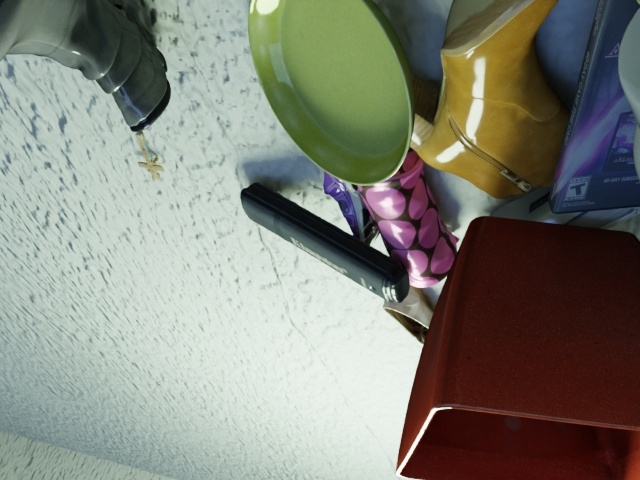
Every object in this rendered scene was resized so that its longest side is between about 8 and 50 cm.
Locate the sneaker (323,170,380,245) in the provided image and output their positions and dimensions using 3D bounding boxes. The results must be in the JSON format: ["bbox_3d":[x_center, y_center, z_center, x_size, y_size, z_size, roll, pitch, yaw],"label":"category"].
[{"bbox_3d":[0.042,-0.062,0.914,0.071,0.068,0.169,15,140,36],"label":"sneaker"}]

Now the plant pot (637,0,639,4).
[{"bbox_3d":[0.325,-0.276,0.235,0.367,0.366,0.352,6,132,21],"label":"plant pot"}]

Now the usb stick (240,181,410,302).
[{"bbox_3d":[0.000,0.000,0.937,0.278,0.045,0.077,30,153,29],"label":"usb stick"}]

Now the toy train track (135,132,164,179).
[{"bbox_3d":[-0.251,-0.125,1.011,0.048,0.014,0.083,14,140,24],"label":"toy train track"}]

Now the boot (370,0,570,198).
[{"bbox_3d":[0.200,-0.148,0.675,0.211,0.104,0.295,26,151,-17],"label":"boot"}]

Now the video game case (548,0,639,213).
[{"bbox_3d":[0.323,-0.133,0.604,0.196,0.026,0.274,-5,139,1],"label":"video game case"}]

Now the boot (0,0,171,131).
[{"bbox_3d":[-0.233,-0.190,0.670,0.118,0.338,0.222,-29,125,16],"label":"boot"}]

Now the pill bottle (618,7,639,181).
[{"bbox_3d":[0.373,-0.043,0.537,0.204,0.204,0.361,-10,143,37],"label":"pill bottle"}]

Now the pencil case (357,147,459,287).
[{"bbox_3d":[0.113,-0.038,0.871,0.095,0.098,0.209,53,174,46],"label":"pencil case"}]

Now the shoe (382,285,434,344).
[{"bbox_3d":[0.166,0.141,1.114,0.077,0.058,0.219,-12,134,39],"label":"shoe"}]

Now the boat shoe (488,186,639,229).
[{"bbox_3d":[0.273,-0.012,0.814,0.084,0.095,0.258,35,145,-13],"label":"boat shoe"}]

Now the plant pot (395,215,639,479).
[{"bbox_3d":[0.235,0.123,0.746,0.267,0.235,0.267,6,149,1],"label":"plant pot"}]

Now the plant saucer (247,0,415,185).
[{"bbox_3d":[0.014,-0.171,0.707,0.241,0.037,0.241,38,148,29],"label":"plant saucer"}]
